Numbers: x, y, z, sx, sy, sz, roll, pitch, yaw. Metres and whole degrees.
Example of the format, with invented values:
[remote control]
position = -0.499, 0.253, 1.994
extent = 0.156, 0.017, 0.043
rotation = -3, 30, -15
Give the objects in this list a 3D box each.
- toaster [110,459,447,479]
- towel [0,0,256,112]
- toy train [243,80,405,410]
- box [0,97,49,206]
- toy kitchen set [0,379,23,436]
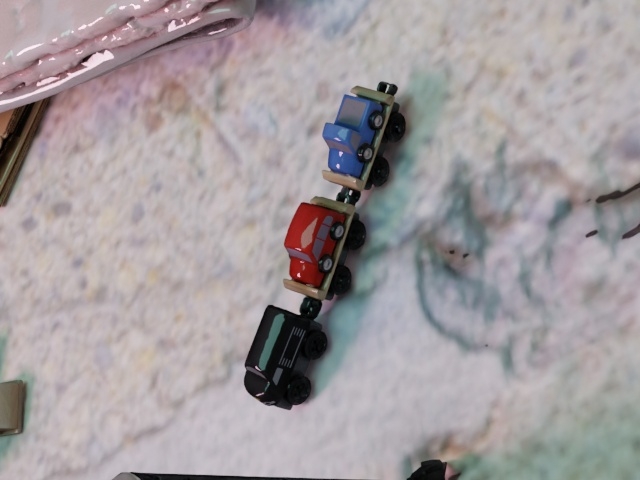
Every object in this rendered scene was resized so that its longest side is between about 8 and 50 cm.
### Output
[toaster]
position = -0.014, 0.177, 0.608
extent = 0.110, 0.186, 0.168
rotation = -37, 61, 31
[towel]
position = -0.156, -0.216, 0.937
extent = 0.332, 0.053, 0.316
rotation = -15, 59, 35
[toy train]
position = 0.000, 0.000, 0.745
extent = 0.027, 0.036, 0.158
rotation = 19, 88, 45
[box]
position = -0.222, -0.124, 1.010
extent = 0.201, 0.021, 0.164
rotation = 27, 94, 46
[toy kitchen set]
position = -0.211, 0.094, 0.881
extent = 0.068, 0.075, 0.083
rotation = -12, 71, 39
